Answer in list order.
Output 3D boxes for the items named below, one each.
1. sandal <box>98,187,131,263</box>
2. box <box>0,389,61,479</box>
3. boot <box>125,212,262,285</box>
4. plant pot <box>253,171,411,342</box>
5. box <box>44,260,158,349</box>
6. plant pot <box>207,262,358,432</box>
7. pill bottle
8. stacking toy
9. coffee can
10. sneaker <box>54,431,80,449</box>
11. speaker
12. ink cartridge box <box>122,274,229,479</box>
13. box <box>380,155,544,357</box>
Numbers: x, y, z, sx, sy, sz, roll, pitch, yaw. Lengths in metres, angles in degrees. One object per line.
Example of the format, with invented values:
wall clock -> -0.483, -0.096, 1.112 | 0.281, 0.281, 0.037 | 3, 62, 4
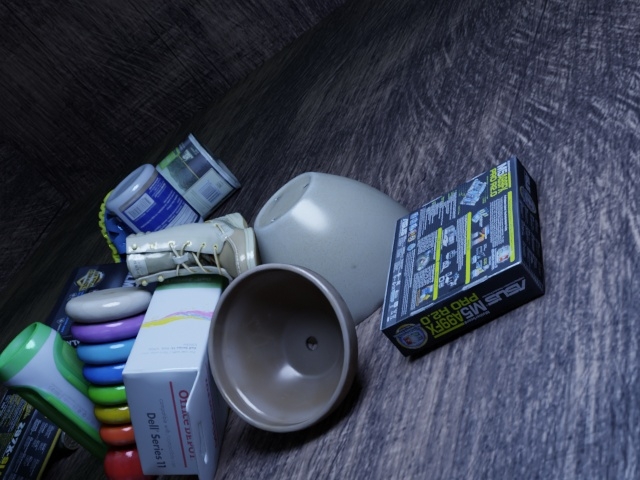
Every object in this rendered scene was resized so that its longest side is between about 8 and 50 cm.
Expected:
sandal -> -0.469, 0.019, 2.243 | 0.138, 0.318, 0.126 | 3, 18, 38
box -> -0.650, 0.460, 1.846 | 0.257, 0.079, 0.322 | -16, 47, 49
boot -> -0.202, 0.028, 1.398 | 0.203, 0.095, 0.262 | -10, 20, -12
plant pot -> 0.000, 0.000, 1.459 | 0.284, 0.191, 0.284 | -38, 21, 17
box -> -0.455, 0.147, 2.012 | 0.293, 0.073, 0.295 | -8, 30, 9
plant pot -> -0.038, 0.150, 1.275 | 0.237, 0.237, 0.109 | -34, -17, 25
pill bottle -> -0.381, -0.045, 2.156 | 0.153, 0.265, 0.153 | -35, 22, 17
stacking toy -> -0.322, 0.248, 1.454 | 0.141, 0.330, 0.141 | -8, 7, 1
coffee can -> -0.382, -0.128, 2.413 | 0.275, 0.201, 0.201 | -42, 20, 2
sneaker -> -0.521, 0.366, 1.896 | 0.086, 0.064, 0.192 | -20, 34, 38
speaker -> -0.418, 0.277, 1.542 | 0.131, 0.296, 0.131 | -37, 21, 17
ink cartridge box -> -0.215, 0.219, 1.380 | 0.119, 0.207, 0.353 | -2, 29, 4
box -> 0.197, 0.017, 1.230 | 0.216, 0.060, 0.270 | -29, 25, 26
